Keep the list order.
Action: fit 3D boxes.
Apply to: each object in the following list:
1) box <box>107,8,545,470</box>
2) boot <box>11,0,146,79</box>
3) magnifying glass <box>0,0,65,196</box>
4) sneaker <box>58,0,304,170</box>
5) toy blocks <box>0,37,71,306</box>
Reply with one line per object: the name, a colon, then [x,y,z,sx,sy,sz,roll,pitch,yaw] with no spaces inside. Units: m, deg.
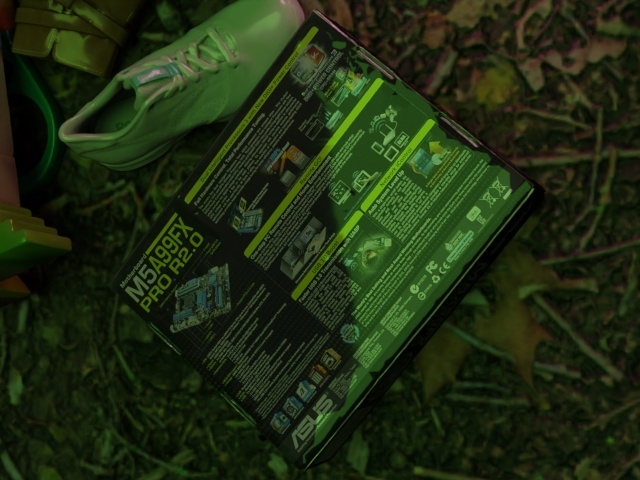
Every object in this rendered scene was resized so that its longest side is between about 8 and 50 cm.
box: [0.000,0.000,0.865,0.216,0.060,0.270,41,100,17]
boot: [-0.231,-0.227,0.951,0.197,0.073,0.152,22,99,21]
magnifying glass: [-0.269,-0.152,0.987,0.092,0.026,0.231,-10,86,19]
sneaker: [-0.108,-0.123,0.889,0.212,0.094,0.080,-34,76,15]
toy blocks: [-0.389,-0.062,0.949,0.381,0.190,0.261,-21,71,29]
